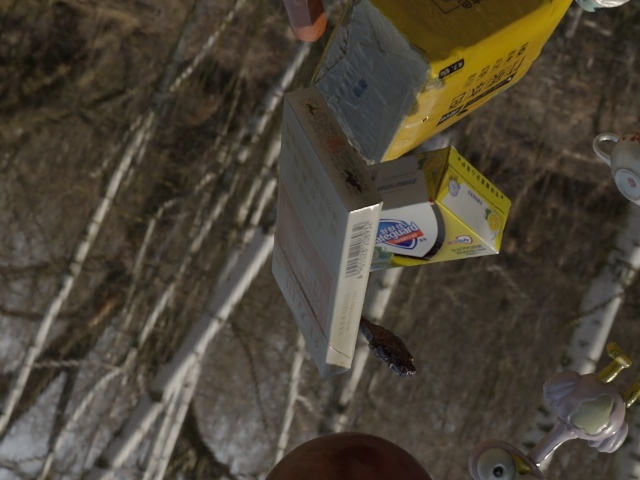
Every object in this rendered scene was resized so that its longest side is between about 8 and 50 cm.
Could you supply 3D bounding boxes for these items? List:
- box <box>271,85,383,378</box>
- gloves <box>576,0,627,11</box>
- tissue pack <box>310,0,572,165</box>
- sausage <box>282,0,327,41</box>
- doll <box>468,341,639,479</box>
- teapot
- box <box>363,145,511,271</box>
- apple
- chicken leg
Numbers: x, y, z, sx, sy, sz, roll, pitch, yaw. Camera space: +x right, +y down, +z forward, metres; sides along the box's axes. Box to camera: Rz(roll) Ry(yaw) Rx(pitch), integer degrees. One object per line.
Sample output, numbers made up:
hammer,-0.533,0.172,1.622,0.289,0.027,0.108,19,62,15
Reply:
box,-0.001,0.000,1.403,0.051,0.365,0.205,-16,-125,-17
gloves,0.456,-0.402,1.534,0.127,0.111,0.212,7,169,-22
tissue pack,0.209,-0.340,1.858,0.228,0.382,0.293,48,147,13
sausage,-0.029,-0.382,1.693,0.065,0.065,0.169,20,163,16
doll,0.364,0.320,1.697,0.160,0.365,0.094,45,-177,-9
teapot,0.617,-0.139,2.062,0.245,0.116,0.159,46,171,34
box,0.132,-0.042,1.642,0.265,0.097,0.168,-9,145,42
apple,0.023,0.443,1.531,0.269,0.345,0.344,16,178,37
chicken leg,0.100,0.173,1.837,0.093,0.053,0.205,36,179,-30
